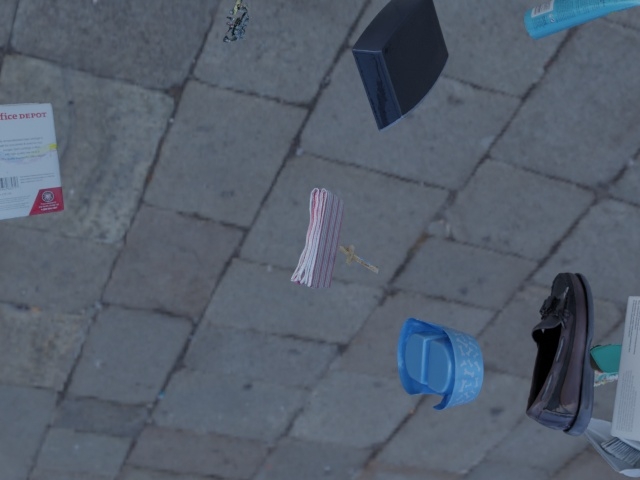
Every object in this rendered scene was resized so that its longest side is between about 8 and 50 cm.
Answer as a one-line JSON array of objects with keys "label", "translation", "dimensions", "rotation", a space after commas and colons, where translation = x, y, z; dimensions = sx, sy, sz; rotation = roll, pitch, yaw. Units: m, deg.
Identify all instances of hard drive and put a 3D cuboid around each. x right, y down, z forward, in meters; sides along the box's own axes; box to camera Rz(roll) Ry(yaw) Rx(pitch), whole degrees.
[{"label": "hard drive", "translation": [0.146, -0.317, 1.624], "dimensions": [0.054, 0.255, 0.172], "rotation": [0, 126, 33]}]

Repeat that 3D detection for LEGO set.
[{"label": "LEGO set", "translation": [-0.095, -0.256, 1.124], "dimensions": [0.023, 0.083, 0.054], "rotation": [24, 98, -1]}]

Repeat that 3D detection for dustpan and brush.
[{"label": "dustpan and brush", "translation": [0.592, 0.390, 1.770], "dimensions": [0.211, 0.147, 0.060], "rotation": [26, 107, -32]}]

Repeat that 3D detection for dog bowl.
[{"label": "dog bowl", "translation": [0.248, 0.254, 1.979], "dimensions": [0.074, 0.297, 0.166], "rotation": [3, 93, -17]}]

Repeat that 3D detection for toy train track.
[{"label": "toy train track", "translation": [0.071, 0.031, 1.688], "dimensions": [0.083, 0.014, 0.048], "rotation": [32, 138, 18]}]

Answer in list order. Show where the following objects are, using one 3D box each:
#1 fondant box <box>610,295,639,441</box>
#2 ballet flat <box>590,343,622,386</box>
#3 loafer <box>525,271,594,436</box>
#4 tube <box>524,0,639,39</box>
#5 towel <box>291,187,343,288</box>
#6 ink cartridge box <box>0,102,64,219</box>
[{"label": "fondant box", "translation": [0.637, 0.218, 1.490], "dimensions": [0.096, 0.239, 0.330], "rotation": [17, 169, -40]}, {"label": "ballet flat", "translation": [0.585, 0.284, 2.065], "dimensions": [0.240, 0.091, 0.077], "rotation": [-12, 147, -12]}, {"label": "loafer", "translation": [0.382, 0.166, 1.530], "dimensions": [0.095, 0.303, 0.109], "rotation": [14, 140, -3]}, {"label": "tube", "translation": [0.433, -0.386, 1.548], "dimensions": [0.207, 0.080, 0.052], "rotation": [-14, 160, 43]}, {"label": "towel", "translation": [0.000, 0.000, 1.424], "dimensions": [0.029, 0.144, 0.197], "rotation": [11, 178, 10]}, {"label": "ink cartridge box", "translation": [-0.502, -0.126, 1.509], "dimensions": [0.128, 0.176, 0.127], "rotation": [-11, -170, -44]}]
